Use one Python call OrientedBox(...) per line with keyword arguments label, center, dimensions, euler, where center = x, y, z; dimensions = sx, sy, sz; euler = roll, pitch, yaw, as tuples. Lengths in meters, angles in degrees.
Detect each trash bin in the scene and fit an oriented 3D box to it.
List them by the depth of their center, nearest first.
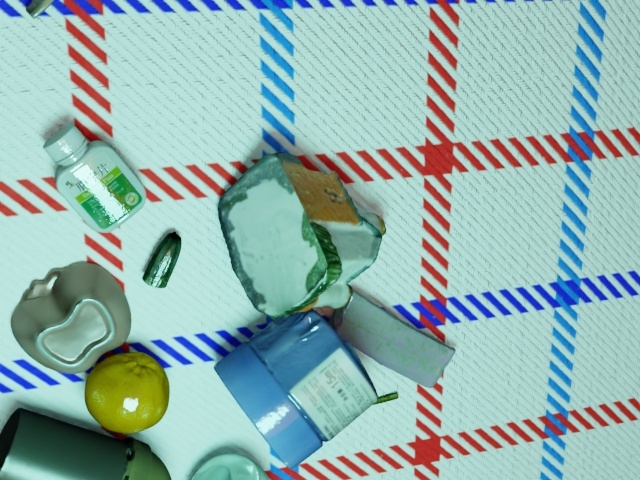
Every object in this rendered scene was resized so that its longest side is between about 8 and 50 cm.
OrientedBox(label="trash bin", center=(-0.428, 0.444, 1.665), dimensions=(0.334, 0.214, 0.214), euler=(26, 97, -23))

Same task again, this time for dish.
OrientedBox(label="dish", center=(-0.438, 0.151, 1.629), dimensions=(0.213, 0.090, 0.213), euler=(-7, 110, -18))

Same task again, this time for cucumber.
OrientedBox(label="cucumber", center=(-0.283, 0.034, 1.671), dimensions=(0.048, 0.048, 0.105), euler=(24, 98, -26))

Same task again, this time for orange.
OrientedBox(label="orange", center=(-0.349, 0.271, 1.665), dimensions=(0.159, 0.159, 0.136), euler=(11, 120, -24))

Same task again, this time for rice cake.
OrientedBox(label="rice cake", center=(0.145, 0.207, 1.890), dimensions=(0.298, 0.050, 0.106), euler=(31, 94, -26))

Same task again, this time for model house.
OrientedBox(label="model house", center=(0.000, 0.000, 1.699), dimensions=(0.301, 0.271, 0.190), euler=(2, 144, -47))

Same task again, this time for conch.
OrientedBox(label="conch", center=(-0.180, 0.525, 1.834), dimensions=(0.185, 0.121, 0.221), euler=(8, 97, -19))

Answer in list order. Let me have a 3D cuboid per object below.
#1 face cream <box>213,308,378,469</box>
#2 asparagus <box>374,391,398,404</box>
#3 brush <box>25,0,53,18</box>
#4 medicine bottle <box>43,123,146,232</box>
OrientedBox(label="face cream", center=(-0.043, 0.269, 1.731), dimensions=(0.225, 0.249, 0.249), euler=(-36, 116, -9))
OrientedBox(label="asparagus", center=(0.106, 0.344, 1.940), dimensions=(0.127, 0.018, 0.015), euler=(-13, 77, -16))
OrientedBox(label="brush", center=(-0.346, -0.467, 1.477), dimensions=(0.321, 0.060, 0.050), euler=(-45, 127, -2))
OrientedBox(label="medicine bottle", center=(-0.392, -0.110, 1.572), dimensions=(0.119, 0.069, 0.183), euler=(-37, 115, -3))
